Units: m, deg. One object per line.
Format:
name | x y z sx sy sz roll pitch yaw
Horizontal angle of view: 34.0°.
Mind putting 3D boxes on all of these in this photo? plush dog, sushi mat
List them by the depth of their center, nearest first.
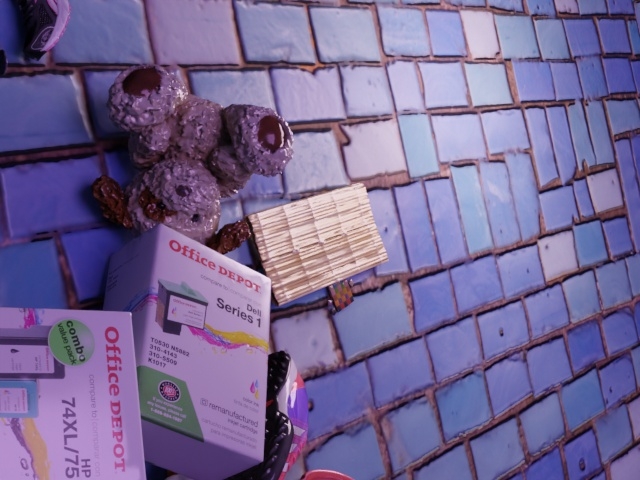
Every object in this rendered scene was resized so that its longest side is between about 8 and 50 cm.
plush dog | -0.195 -0.090 1.451 0.262 0.210 0.225 20 78 -15
sushi mat | 0.000 0.000 1.740 0.316 0.019 0.151 -19 93 -50

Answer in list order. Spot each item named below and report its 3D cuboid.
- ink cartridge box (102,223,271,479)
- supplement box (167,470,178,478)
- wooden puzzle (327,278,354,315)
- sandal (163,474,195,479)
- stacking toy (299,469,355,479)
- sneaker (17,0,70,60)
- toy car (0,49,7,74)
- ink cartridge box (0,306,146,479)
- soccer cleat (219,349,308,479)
ink cartridge box | -0.177 0.146 1.360 0.201 0.117 0.278 29 46 -34
supplement box | -0.166 0.310 1.457 0.098 0.036 0.062 4 79 -49
wooden puzzle | 0.033 0.090 1.768 0.083 0.006 0.049 -31 105 -49
sandal | -0.239 0.418 1.270 0.416 0.102 0.169 -41 118 -41
stacking toy | -0.049 0.495 1.519 0.279 0.130 0.309 16 60 -30
sneaker | -0.372 -0.318 1.368 0.077 0.072 0.178 22 56 -31
toy car | -0.422 -0.209 1.175 0.149 0.188 0.155 -35 107 -48
ink cartridge box | -0.350 0.187 1.093 0.270 0.197 0.198 4 68 -35
soccer cleat | -0.063 0.284 1.465 0.116 0.108 0.318 60 16 -23
